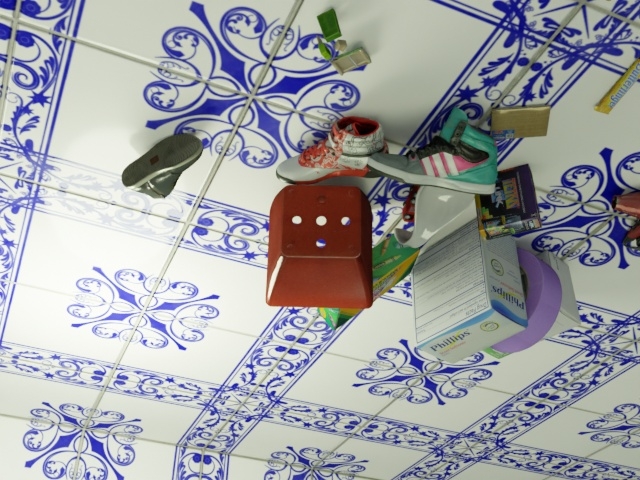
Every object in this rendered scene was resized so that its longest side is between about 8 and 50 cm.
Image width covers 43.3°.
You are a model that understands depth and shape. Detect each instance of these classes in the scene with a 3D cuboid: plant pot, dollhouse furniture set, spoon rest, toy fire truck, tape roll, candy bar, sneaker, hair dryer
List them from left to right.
[{"bbox_3d":[-0.353,-0.176,1.917,0.222,0.083,0.118,-23,157,19],"label":"sneaker"},{"bbox_3d":[0.000,0.000,1.927,0.267,0.267,0.236,1,158,0],"label":"plant pot"},{"bbox_3d":[0.020,-0.211,1.840,0.270,0.090,0.145,-3,136,10],"label":"sneaker"},{"bbox_3d":[0.039,-0.400,1.631,0.076,0.058,0.151,-22,158,17],"label":"dollhouse furniture set"},{"bbox_3d":[0.267,-0.066,1.947,0.137,0.084,0.276,16,141,-17],"label":"spoon rest"},{"bbox_3d":[0.289,-0.109,1.999,0.135,0.047,0.192,8,143,-8],"label":"toy fire truck"},{"bbox_3d":[0.258,-0.208,1.765,0.295,0.124,0.178,8,106,-9],"label":"sneaker"},{"bbox_3d":[0.507,0.159,2.167,0.090,0.275,0.275,28,136,-34],"label":"tape roll"},{"bbox_3d":[0.645,-0.329,1.717,0.040,0.018,0.161,12,143,-15],"label":"candy bar"},{"bbox_3d":[0.839,-0.042,2.050,0.293,0.080,0.223,31,135,-34],"label":"hair dryer"}]

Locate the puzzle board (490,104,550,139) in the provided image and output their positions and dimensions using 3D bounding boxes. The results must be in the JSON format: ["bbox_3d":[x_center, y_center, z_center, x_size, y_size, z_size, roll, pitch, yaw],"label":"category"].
[{"bbox_3d":[0.448,-0.266,1.813,0.128,0.011,0.096,-3,145,6],"label":"puzzle board"}]

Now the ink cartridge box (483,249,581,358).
[{"bbox_3d":[0.568,0.183,2.258,0.117,0.201,0.278,30,134,-34],"label":"ink cartridge box"}]

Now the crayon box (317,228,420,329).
[{"bbox_3d":[0.124,0.103,2.115,0.278,0.081,0.165,-35,161,-19],"label":"crayon box"}]

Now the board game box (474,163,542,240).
[{"bbox_3d":[0.442,-0.091,1.916,0.141,0.170,0.048,-15,139,20],"label":"board game box"}]

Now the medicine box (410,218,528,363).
[{"bbox_3d":[0.383,0.135,2.123,0.149,0.289,0.263,27,137,-30],"label":"medicine box"}]
